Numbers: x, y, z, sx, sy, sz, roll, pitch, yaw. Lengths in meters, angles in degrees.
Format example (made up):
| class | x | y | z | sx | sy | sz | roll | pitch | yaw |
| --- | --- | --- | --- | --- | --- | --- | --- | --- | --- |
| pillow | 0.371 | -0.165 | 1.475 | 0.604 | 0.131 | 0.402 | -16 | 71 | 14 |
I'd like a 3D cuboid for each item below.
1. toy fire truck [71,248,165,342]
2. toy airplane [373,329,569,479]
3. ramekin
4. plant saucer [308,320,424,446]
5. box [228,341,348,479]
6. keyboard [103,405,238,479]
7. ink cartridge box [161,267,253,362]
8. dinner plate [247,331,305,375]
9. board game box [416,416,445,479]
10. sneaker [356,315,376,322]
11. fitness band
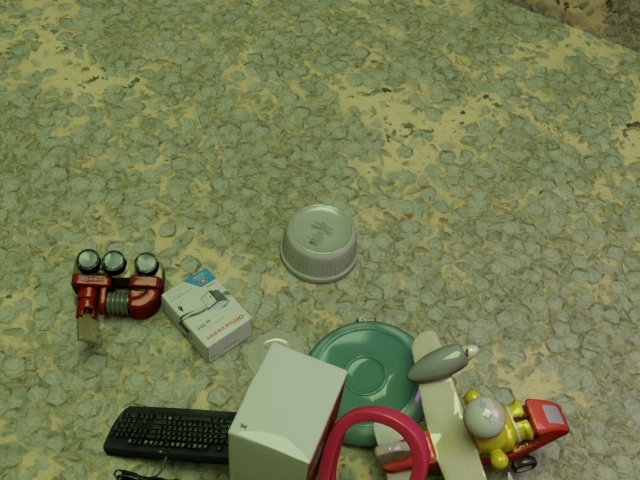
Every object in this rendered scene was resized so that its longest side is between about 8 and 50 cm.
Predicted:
| class | x | y | z | sx | sy | sz | roll | pitch | yaw |
| --- | --- | --- | --- | --- | --- | --- | --- | --- | --- |
| toy fire truck | -0.497 | 0.150 | 2.002 | 0.217 | 0.158 | 0.246 | 4 | 65 | -4 |
| toy airplane | 0.295 | 0.406 | 1.740 | 0.386 | 0.272 | 0.384 | 31 | 58 | 14 |
| ramekin | 0.000 | 0.000 | 2.177 | 0.207 | 0.109 | 0.207 | 3 | 53 | -4 |
| plant saucer | 0.106 | 0.322 | 1.945 | 0.318 | 0.043 | 0.317 | -4 | 57 | 7 |
| box | -0.072 | 0.405 | 1.716 | 0.168 | 0.345 | 0.215 | 20 | 54 | 9 |
| keyboard | -0.328 | 0.446 | 1.785 | 0.317 | 0.033 | 0.201 | -2 | 49 | 22 |
| ink cartridge box | -0.276 | 0.181 | 2.030 | 0.140 | 0.082 | 0.191 | -33 | 61 | -26 |
| dinner plate | -0.107 | 0.280 | 2.013 | 0.141 | 0.017 | 0.141 | 2 | 52 | -3 |
| board game box | 0.243 | 0.460 | 1.894 | 0.092 | 0.043 | 0.181 | 2 | 53 | -4 |
| sneaker | 0.126 | 0.229 | 2.060 | 0.069 | 0.038 | 0.098 | 2 | 53 | -3 |
| fitness band | 0.105 | 0.462 | 1.662 | 0.209 | 0.290 | 0.054 | 18 | 21 | 15 |
